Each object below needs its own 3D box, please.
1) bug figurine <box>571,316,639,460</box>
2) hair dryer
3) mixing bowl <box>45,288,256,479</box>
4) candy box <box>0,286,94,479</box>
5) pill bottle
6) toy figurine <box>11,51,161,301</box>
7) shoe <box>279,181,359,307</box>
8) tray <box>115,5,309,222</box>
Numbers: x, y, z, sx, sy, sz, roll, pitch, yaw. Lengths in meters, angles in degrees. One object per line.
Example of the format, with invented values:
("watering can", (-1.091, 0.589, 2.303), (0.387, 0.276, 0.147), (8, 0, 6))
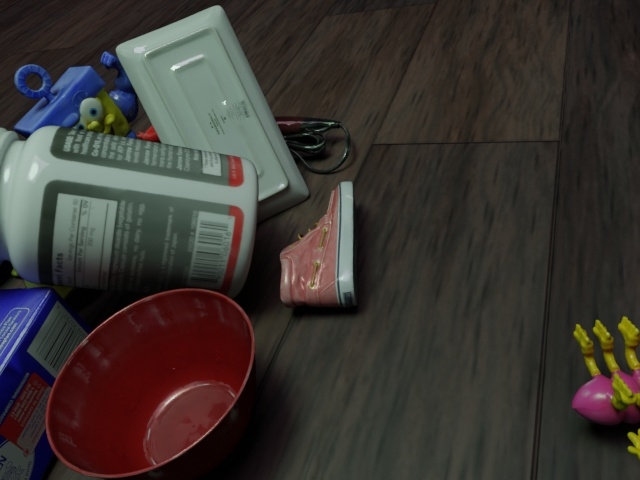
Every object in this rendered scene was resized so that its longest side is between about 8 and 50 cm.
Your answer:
("bug figurine", (0.283, 0.123, 0.343), (0.216, 0.072, 0.279), (-7, 23, 9))
("hair dryer", (-0.102, -0.160, 0.851), (0.223, 0.080, 0.293), (-21, 50, -15))
("mixing bowl", (-0.130, 0.142, 0.489), (0.181, 0.098, 0.181), (-11, 40, 9))
("candy box", (-0.417, 0.183, 0.534), (0.317, 0.122, 0.268), (-2, 45, 17))
("pill bottle", (-0.219, -0.029, 0.576), (0.283, 0.161, 0.161), (8, 36, -18))
("toy figurine", (-0.325, -0.118, 0.707), (0.191, 0.217, 0.363), (23, 69, 36))
("shoe", (0.000, 0.000, 0.624), (0.081, 0.063, 0.178), (-4, 46, 9))
("tray", (-0.129, -0.146, 0.697), (0.145, 0.270, 0.030), (-28, 10, -11))
